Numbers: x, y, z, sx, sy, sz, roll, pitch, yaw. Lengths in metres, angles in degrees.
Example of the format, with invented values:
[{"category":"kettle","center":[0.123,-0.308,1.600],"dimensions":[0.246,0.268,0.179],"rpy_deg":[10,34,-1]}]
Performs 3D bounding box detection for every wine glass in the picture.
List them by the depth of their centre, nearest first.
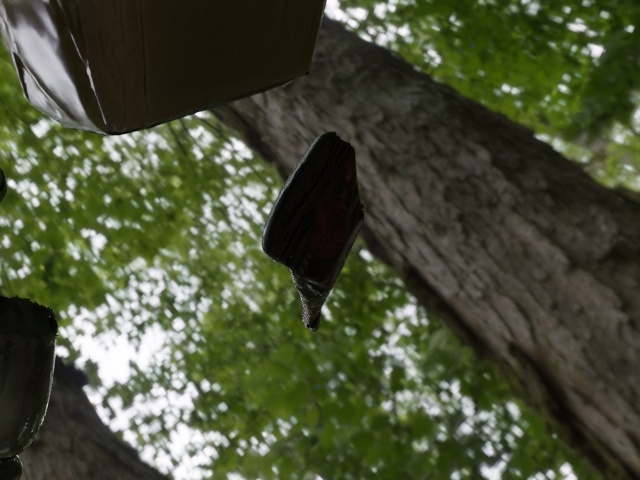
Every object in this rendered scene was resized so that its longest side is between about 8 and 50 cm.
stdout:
[{"category":"wine glass","center":[-0.348,0.165,1.121],"dimensions":[0.111,0.111,0.204],"rpy_deg":[8,-69,-34]}]

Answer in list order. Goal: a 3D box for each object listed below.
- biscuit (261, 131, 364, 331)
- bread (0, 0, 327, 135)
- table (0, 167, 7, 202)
[{"category":"biscuit","center":[0.002,-0.006,1.083],"dimensions":[0.151,0.063,0.235],"rpy_deg":[-63,-13,-17]},{"category":"bread","center":[-0.086,-0.177,0.562],"dimensions":[0.224,0.142,0.211],"rpy_deg":[-27,-55,-44]},{"category":"table","center":[-0.263,0.002,0.481],"dimensions":[0.198,0.167,0.166],"rpy_deg":[-52,-43,-40]}]
